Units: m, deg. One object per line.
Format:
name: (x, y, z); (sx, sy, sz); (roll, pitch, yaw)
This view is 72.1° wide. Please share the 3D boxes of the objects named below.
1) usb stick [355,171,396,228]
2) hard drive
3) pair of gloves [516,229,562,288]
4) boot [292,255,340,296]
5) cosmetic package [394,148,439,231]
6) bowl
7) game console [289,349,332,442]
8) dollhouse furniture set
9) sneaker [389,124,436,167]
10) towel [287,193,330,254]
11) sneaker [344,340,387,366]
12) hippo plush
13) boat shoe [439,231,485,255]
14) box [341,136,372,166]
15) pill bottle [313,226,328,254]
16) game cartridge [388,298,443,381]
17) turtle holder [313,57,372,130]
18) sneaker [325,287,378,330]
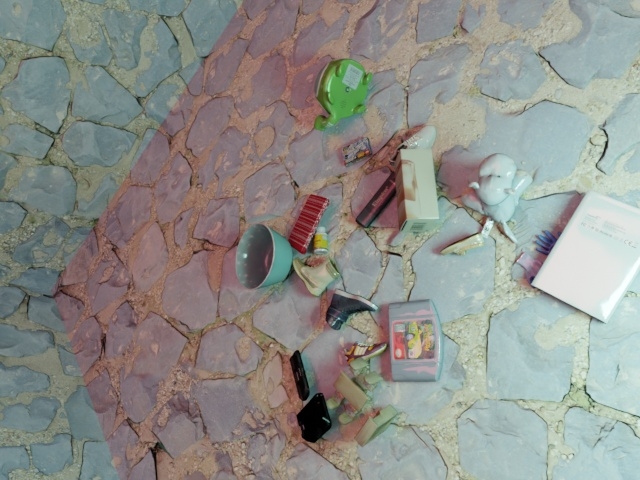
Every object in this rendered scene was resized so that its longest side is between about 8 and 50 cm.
usb stick: (0.254, -0.172, 1.872); (0.278, 0.045, 0.077); (-52, 53, 9)
hard drive: (0.861, 0.046, 1.369); (0.233, 0.047, 0.353); (31, 93, 28)
pair of gloves: (0.758, 0.068, 1.465); (0.198, 0.023, 0.159); (-49, 54, 11)
boot: (-0.018, 0.121, 1.942); (0.165, 0.077, 0.213); (-44, 61, 15)
cosmetic package: (0.369, -0.193, 1.713); (0.129, 0.153, 0.296); (0, 70, 0)
bowl: (-0.245, 0.082, 2.031); (0.312, 0.163, 0.311); (-13, 72, 45)
game console: (-0.056, 0.613, 1.775); (0.213, 0.044, 0.361); (-59, 40, 42)
dollhouse furniture set: (0.134, 0.594, 1.600); (0.242, 0.161, 0.212); (40, 112, 29)
sneaker: (0.384, -0.390, 1.827); (0.235, 0.095, 0.090); (-49, 53, 9)
towel: (-0.060, -0.079, 2.029); (0.199, 0.031, 0.274); (25, 88, 61)
sneaker: (0.172, 0.424, 1.716); (0.185, 0.070, 0.083); (-32, 65, 21)
hippo plush: (0.581, -0.177, 1.531); (0.234, 0.237, 0.294); (13, 82, 36)
boat shoe: (0.521, 0.028, 1.615); (0.170, 0.063, 0.059); (-28, 89, 38)
box: (0.167, -0.407, 2.020); (0.137, 0.027, 0.093); (-21, 63, 28)
pill bottle: (0.000, 0.000, 1.976); (0.065, 0.065, 0.116); (-14, 67, 30)
game cartridge: (0.352, 0.368, 1.624); (0.196, 0.060, 0.294); (-10, 69, 27)
turtle holder: (0.085, -0.687, 2.070); (0.227, 0.243, 0.320); (37, 137, 51)
sneaker: (0.118, 0.297, 1.775); (0.226, 0.086, 0.163); (11, 70, 46)
